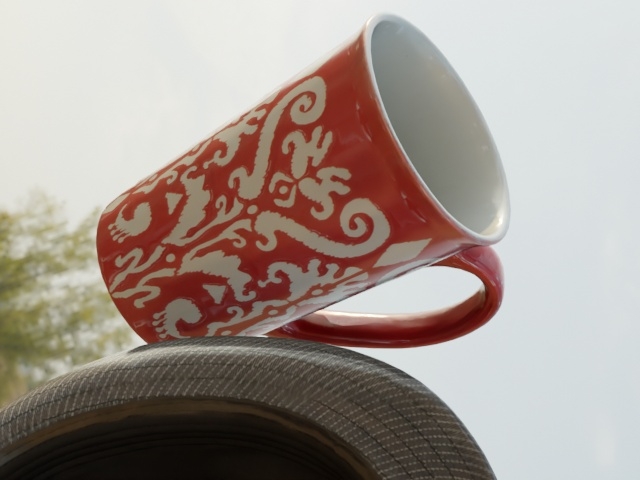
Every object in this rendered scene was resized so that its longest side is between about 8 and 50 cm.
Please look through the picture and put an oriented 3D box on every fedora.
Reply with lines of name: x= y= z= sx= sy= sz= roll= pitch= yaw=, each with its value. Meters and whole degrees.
fedora: x=-0.054 y=0.171 z=0.534 sx=0.124 sy=0.276 sz=0.243 roll=78 pitch=-5 yaw=-62

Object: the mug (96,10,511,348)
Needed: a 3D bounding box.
mug: x=-0.005 y=0.000 z=0.598 sx=0.150 sy=0.169 sz=0.113 roll=63 pitch=27 yaw=-1
